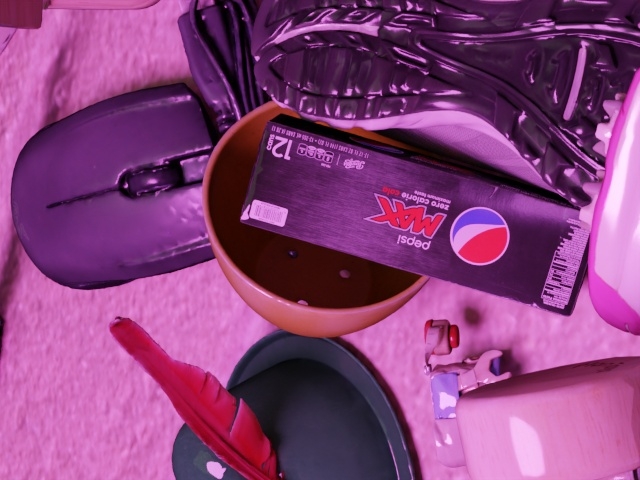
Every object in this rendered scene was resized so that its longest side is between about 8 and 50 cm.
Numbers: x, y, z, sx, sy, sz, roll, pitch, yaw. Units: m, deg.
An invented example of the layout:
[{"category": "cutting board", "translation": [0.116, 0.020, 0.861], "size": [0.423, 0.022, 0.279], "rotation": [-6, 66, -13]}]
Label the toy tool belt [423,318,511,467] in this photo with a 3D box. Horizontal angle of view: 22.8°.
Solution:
[{"category": "toy tool belt", "translation": [0.086, 0.081, 0.851], "size": [0.051, 0.052, 0.083], "rotation": [-6, 99, 14]}]

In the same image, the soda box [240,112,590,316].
[{"category": "soda box", "translation": [0.049, -0.014, 0.786], "size": [0.169, 0.060, 0.053], "rotation": [17, 99, 3]}]

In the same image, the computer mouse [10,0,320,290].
[{"category": "computer mouse", "translation": [-0.126, -0.042, 1.014], "size": [0.272, 0.072, 0.188], "rotation": [-20, 85, 45]}]

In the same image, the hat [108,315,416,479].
[{"category": "hat", "translation": [-0.067, 0.144, 0.913], "size": [0.173, 0.183, 0.208], "rotation": [-19, 85, 46]}]

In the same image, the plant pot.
[{"category": "plant pot", "translation": [0.000, 0.000, 0.871], "size": [0.134, 0.134, 0.095], "rotation": [56, 159, 21]}]

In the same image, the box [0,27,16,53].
[{"category": "box", "translation": [-0.304, -0.243, 1.111], "size": [0.148, 0.127, 0.232], "rotation": [-48, 65, 40]}]

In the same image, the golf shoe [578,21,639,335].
[{"category": "golf shoe", "translation": [0.207, -0.087, 0.611], "size": [0.140, 0.115, 0.306], "rotation": [29, 102, 23]}]

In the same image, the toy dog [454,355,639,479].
[{"category": "toy dog", "translation": [0.221, 0.101, 0.591], "size": [0.334, 0.161, 0.220], "rotation": [9, 104, 26]}]

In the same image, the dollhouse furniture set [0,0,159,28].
[{"category": "dollhouse furniture set", "translation": [-0.130, -0.305, 0.791], "size": [0.256, 0.362, 0.394], "rotation": [3, 96, 11]}]

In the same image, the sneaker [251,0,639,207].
[{"category": "sneaker", "translation": [0.104, -0.074, 0.770], "size": [0.271, 0.108, 0.100], "rotation": [20, 94, 25]}]
